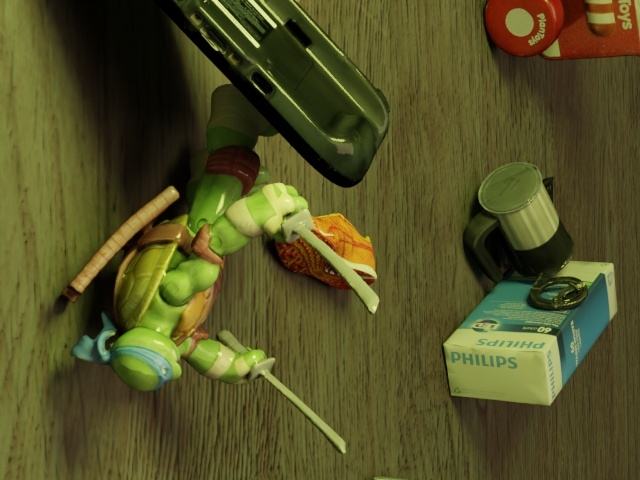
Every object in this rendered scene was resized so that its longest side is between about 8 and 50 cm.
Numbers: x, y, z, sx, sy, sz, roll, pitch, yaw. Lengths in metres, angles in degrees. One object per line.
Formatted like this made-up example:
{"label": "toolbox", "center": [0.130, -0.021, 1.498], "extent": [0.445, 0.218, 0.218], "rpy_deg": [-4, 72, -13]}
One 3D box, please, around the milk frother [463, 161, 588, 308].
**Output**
{"label": "milk frother", "center": [0.267, 0.000, 1.756], "extent": [0.129, 0.143, 0.134], "rpy_deg": [-51, 134, -18]}

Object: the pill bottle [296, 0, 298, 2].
{"label": "pill bottle", "center": [-0.054, -0.224, 1.321], "extent": [0.083, 0.043, 0.043], "rpy_deg": [-46, 129, -49]}

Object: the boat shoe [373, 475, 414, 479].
{"label": "boat shoe", "center": [0.099, 0.289, 1.591], "extent": [0.142, 0.049, 0.040], "rpy_deg": [26, 69, -59]}

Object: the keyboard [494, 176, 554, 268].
{"label": "keyboard", "center": [0.275, -0.039, 1.908], "extent": [0.180, 0.023, 0.108], "rpy_deg": [-33, 126, -55]}

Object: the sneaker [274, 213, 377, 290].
{"label": "sneaker", "center": [0.000, 0.000, 1.419], "extent": [0.175, 0.064, 0.067], "rpy_deg": [35, 41, -60]}

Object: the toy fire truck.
{"label": "toy fire truck", "center": [0.342, -0.369, 1.783], "extent": [0.169, 0.254, 0.302], "rpy_deg": [-41, 125, -52]}

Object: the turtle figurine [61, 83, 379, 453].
{"label": "turtle figurine", "center": [-0.049, 0.021, 1.149], "extent": [0.198, 0.275, 0.266], "rpy_deg": [64, 27, -47]}

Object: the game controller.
{"label": "game controller", "center": [-0.068, -0.176, 1.127], "extent": [0.319, 0.067, 0.166], "rpy_deg": [46, 30, -8]}

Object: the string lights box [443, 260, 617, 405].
{"label": "string lights box", "center": [0.270, 0.109, 1.791], "extent": [0.260, 0.133, 0.076], "rpy_deg": [-40, 126, -52]}
